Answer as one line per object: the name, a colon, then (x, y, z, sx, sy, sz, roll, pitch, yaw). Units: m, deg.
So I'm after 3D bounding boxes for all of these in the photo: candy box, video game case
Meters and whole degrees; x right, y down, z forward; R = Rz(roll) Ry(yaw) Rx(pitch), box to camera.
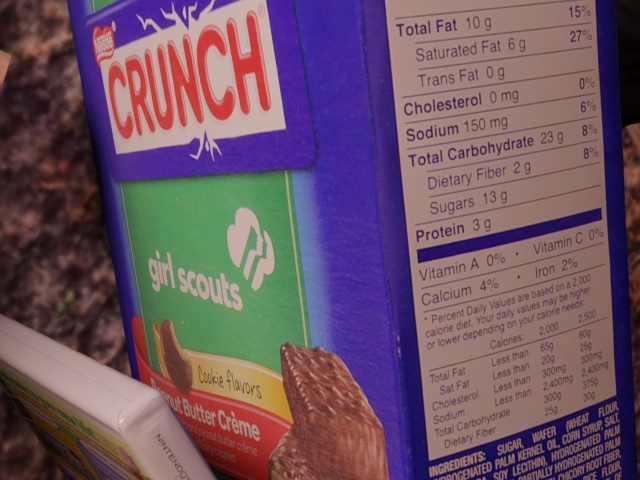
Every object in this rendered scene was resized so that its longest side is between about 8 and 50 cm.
candy box: (0.000, 0.000, 0.463, 0.122, 0.268, 0.317, -12, 102, -30)
video game case: (-0.077, 0.128, 0.471, 0.023, 0.212, 0.193, -37, 113, -24)

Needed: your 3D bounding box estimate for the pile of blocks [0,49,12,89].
pile of blocks: (-0.272, -0.130, 0.387, 0.149, 0.113, 0.362, -48, 115, -14)

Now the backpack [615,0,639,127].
backpack: (0.294, -0.220, 0.541, 0.273, 0.356, 0.290, -38, 112, -20)
